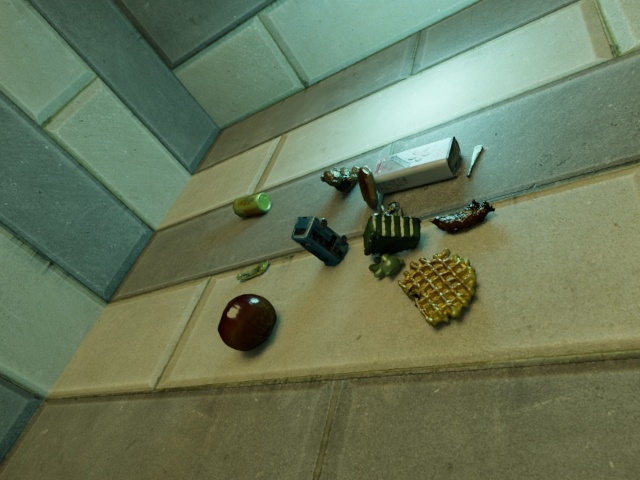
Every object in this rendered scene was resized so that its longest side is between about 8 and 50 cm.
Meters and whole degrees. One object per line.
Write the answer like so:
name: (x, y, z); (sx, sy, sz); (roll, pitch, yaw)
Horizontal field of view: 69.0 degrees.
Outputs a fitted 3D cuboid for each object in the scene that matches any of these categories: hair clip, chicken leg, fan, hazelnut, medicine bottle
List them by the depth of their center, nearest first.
chicken leg: (0.513, -0.084, 1.688); (0.234, 0.063, 0.105); (-25, 30, 23)
hazelnut: (-0.288, 0.323, 1.882); (0.217, 0.217, 0.251); (-14, 17, 35)
fan: (0.629, -0.326, 1.914); (0.038, 0.016, 0.193); (-7, 43, 45)
hair clip: (-0.330, 0.155, 2.271); (0.189, 0.033, 0.060); (-24, 37, 18)
medicine bottle: (-0.407, -0.203, 2.715); (0.239, 0.124, 0.124); (-8, 44, 41)

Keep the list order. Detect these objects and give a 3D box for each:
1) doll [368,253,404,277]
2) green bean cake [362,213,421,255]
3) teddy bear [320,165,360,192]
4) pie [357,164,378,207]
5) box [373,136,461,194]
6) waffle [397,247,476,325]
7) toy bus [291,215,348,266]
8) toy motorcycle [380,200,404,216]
doll: (0.235, 0.089, 1.755); (0.115, 0.077, 0.150); (-43, 19, -25)
green bean cake: (0.274, -0.009, 1.785); (0.209, 0.193, 0.107); (2, 59, -2)
teddy bear: (0.109, -0.300, 2.298); (0.182, 0.129, 0.251); (-3, 8, 41)
pie: (0.211, -0.239, 2.076); (0.046, 0.195, 0.195); (-16, 33, -6)
box: (0.423, -0.322, 2.036); (0.370, 0.112, 0.190); (-9, 43, 36)
waffle: (0.378, 0.154, 1.534); (0.284, 0.065, 0.309); (-6, 41, 38)
toy bus: (0.000, 0.000, 1.940); (0.114, 0.246, 0.134); (1, 61, 45)
toy motorcycle: (0.285, -0.083, 1.920); (0.124, 0.061, 0.193); (-22, 44, 14)
